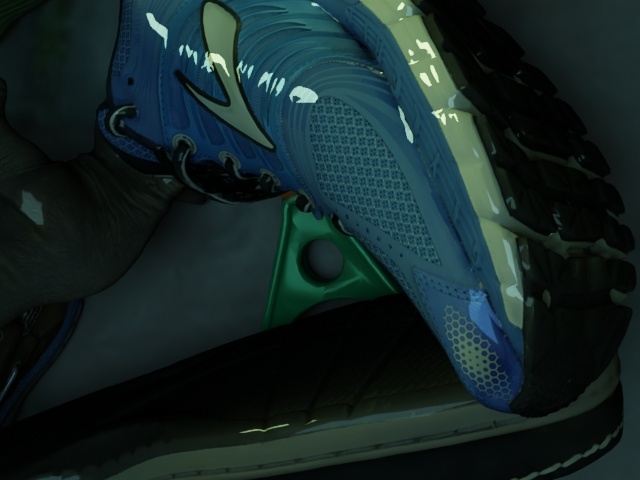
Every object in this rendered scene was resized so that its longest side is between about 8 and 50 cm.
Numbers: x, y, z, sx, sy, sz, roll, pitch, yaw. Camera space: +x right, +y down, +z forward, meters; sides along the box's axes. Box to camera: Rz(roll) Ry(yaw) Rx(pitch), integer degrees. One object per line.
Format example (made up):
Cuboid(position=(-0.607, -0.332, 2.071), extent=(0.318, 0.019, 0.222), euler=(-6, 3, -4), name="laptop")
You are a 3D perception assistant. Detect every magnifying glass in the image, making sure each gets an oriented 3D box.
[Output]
Cuboid(position=(0.000, 0.000, 0.693), extent=(0.092, 0.026, 0.231), euler=(-12, 98, 20), name="magnifying glass")

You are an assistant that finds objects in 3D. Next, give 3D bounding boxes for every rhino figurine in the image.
Cuboid(position=(-0.141, -0.015, 0.673), extent=(0.243, 0.073, 0.106), euler=(-29, 80, -16), name="rhino figurine")

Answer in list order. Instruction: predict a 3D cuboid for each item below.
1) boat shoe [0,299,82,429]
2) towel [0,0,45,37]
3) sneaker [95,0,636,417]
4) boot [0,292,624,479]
Cuboid(position=(-0.175, 0.056, 0.734), extent=(0.066, 0.066, 0.183), euler=(27, 106, 12), name="boat shoe")
Cuboid(position=(-0.243, -0.043, 0.635), extent=(0.325, 0.248, 0.038), euler=(-41, 88, 13), name="towel")
Cuboid(position=(0.001, -0.052, 0.588), extent=(0.147, 0.129, 0.330), euler=(-45, 55, 18), name="sneaker")
Cuboid(position=(-0.010, 0.194, 0.656), extent=(0.377, 0.138, 0.284), euler=(-19, 102, 17), name="boot")
